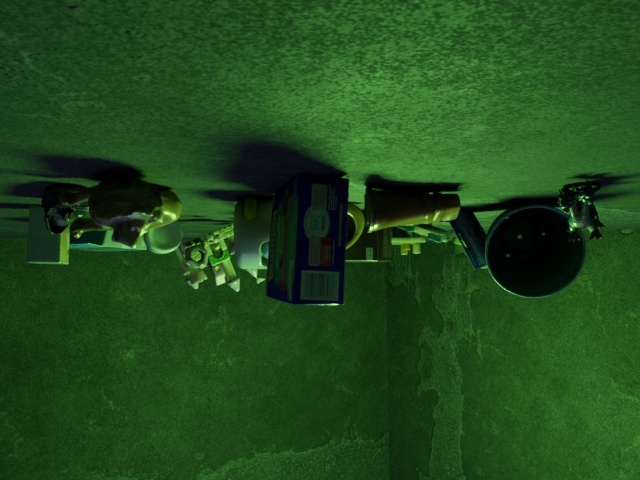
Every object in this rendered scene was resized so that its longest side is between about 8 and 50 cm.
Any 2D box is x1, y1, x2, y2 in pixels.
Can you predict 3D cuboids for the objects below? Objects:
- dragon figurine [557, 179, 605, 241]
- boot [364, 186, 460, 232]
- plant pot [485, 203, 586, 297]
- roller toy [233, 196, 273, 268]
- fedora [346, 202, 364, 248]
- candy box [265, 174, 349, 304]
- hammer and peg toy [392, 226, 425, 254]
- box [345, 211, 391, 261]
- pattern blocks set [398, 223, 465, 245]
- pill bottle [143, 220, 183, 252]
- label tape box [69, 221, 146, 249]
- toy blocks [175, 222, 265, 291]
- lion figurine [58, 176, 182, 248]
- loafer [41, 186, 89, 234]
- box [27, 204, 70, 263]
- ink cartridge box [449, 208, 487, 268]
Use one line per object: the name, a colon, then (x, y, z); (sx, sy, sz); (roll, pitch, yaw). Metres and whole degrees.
dragon figurine: (0.623, -0.087, 1.266); (0.085, 0.144, 0.289); (-4, -166, 31)
boot: (0.221, -0.071, 1.267); (0.220, 0.109, 0.283); (0, 179, 13)
plant pot: (0.631, 0.006, 1.631); (0.271, 0.272, 0.255); (-1, -168, 11)
roller toy: (-0.158, -0.017, 1.465); (0.146, 0.191, 0.209); (-1, 177, -4)
fedora: (0.038, -0.049, 1.593); (0.194, 0.194, 0.079); (1, -145, -30)
candy box: (-0.039, 0.007, 1.223); (0.122, 0.268, 0.317); (4, 176, -14)
hammer and peg toy: (0.286, 0.006, 2.501); (0.361, 0.127, 0.266); (0, 177, -10)
box: (0.148, -0.008, 1.879); (0.167, 0.169, 0.203); (-1, 177, 22)
pattern blocks set: (0.381, -0.032, 1.844); (0.285, 0.026, 0.325); (24, -167, 34)
pill bottle: (-0.592, -0.015, 1.986); (0.131, 0.131, 0.229); (1, 177, -21)
label tape box: (-0.884, -0.020, 2.075); (0.249, 0.115, 0.347); (-2, 174, 16)
toy blocks: (-0.382, 0.090, 2.059); (0.288, 0.260, 0.309); (-24, -174, -24)
lion figurine: (-0.406, -0.076, 1.197); (0.240, 0.142, 0.392); (-9, -171, 10)
loafer: (-0.626, -0.070, 1.310); (0.109, 0.095, 0.302); (1, 176, -33)
box: (-0.818, -0.015, 1.608); (0.091, 0.171, 0.130); (2, 176, -14)
ink cartridge box: (0.503, -0.005, 1.741); (0.045, 0.206, 0.208); (-34, 161, 29)
